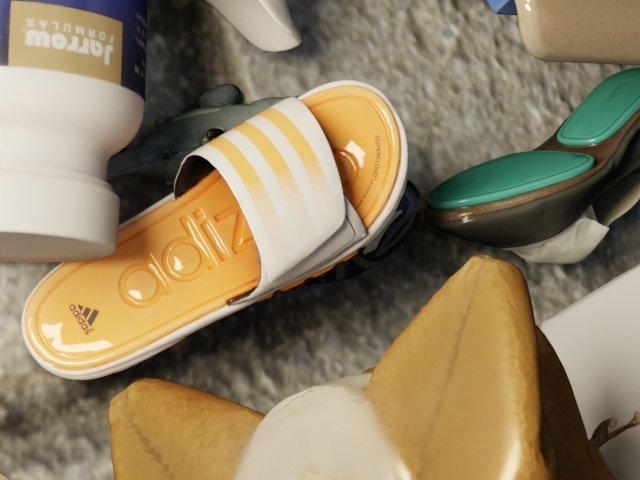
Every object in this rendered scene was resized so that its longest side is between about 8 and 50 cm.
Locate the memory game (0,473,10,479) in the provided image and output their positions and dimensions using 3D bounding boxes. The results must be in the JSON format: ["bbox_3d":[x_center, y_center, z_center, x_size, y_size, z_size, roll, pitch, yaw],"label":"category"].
[{"bbox_3d":[-0.194,0.226,0.914,0.186,0.012,0.186,6,80,-36],"label":"memory game"}]

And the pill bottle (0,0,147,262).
[{"bbox_3d":[-0.172,-0.126,0.891,0.153,0.153,0.264,6,80,-37],"label":"pill bottle"}]

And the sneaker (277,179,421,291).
[{"bbox_3d":[0.000,0.000,1.052,0.188,0.078,0.067,-17,94,-38],"label":"sneaker"}]

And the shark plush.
[{"bbox_3d":[-0.077,-0.069,1.008,0.161,0.067,0.073,-3,86,-38],"label":"shark plush"}]

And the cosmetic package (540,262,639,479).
[{"bbox_3d":[0.414,0.124,1.265,0.453,0.161,0.230,-3,66,-38],"label":"cosmetic package"}]

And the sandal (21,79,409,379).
[{"bbox_3d":[-0.057,-0.005,0.943,0.265,0.076,0.102,-34,81,-9],"label":"sandal"}]

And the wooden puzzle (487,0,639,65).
[{"bbox_3d":[0.178,-0.269,1.180,0.322,0.080,0.348,-4,63,-41],"label":"wooden puzzle"}]

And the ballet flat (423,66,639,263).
[{"bbox_3d":[0.190,-0.040,1.198,0.280,0.095,0.096,-31,115,-36],"label":"ballet flat"}]

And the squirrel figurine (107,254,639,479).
[{"bbox_3d":[0.109,0.246,0.977,0.370,0.281,0.397,32,37,-51],"label":"squirrel figurine"}]

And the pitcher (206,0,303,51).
[{"bbox_3d":[-0.055,-0.251,1.030,0.178,0.125,0.207,25,80,-16],"label":"pitcher"}]
